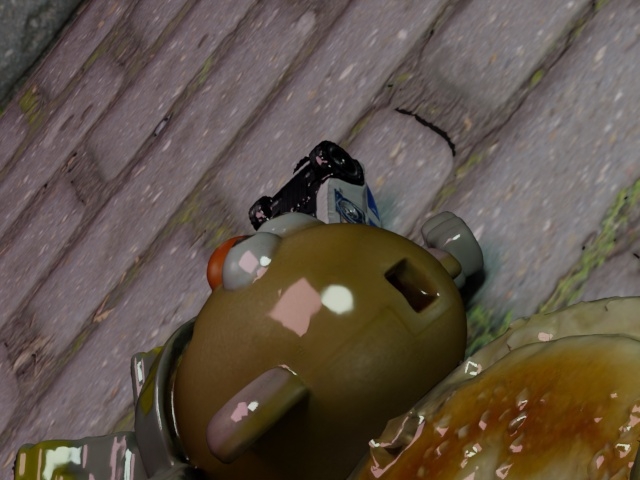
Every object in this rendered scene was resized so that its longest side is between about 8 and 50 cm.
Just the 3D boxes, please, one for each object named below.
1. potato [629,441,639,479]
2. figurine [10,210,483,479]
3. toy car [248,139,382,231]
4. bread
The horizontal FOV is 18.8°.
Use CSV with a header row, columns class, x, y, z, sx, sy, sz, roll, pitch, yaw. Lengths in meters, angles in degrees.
class,x,y,z,sx,sy,sz,roll,pitch,yaw
potato,0.217,0.104,0.468,0.326,0.221,0.243,15,84,42
figurine,-0.029,0.090,1.094,0.285,0.167,0.342,-34,25,46
toy car,0.000,0.000,1.312,0.080,0.070,0.170,-43,25,25
bread,0.099,0.161,0.736,0.305,0.159,0.305,-43,26,27
